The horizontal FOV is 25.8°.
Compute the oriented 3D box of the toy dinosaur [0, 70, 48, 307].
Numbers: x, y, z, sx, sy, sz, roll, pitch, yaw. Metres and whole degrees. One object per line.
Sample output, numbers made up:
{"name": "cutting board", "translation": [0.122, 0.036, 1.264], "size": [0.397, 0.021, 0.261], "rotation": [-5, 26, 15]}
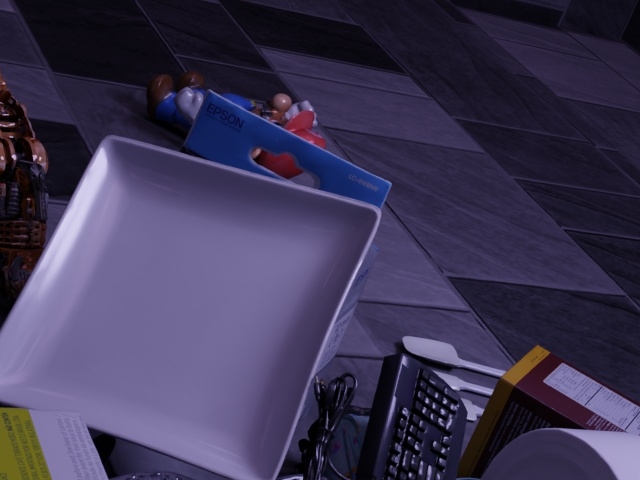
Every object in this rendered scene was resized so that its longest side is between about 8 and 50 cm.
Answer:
{"name": "toy dinosaur", "translation": [-0.395, -0.076, 1.738], "size": [0.164, 0.218, 0.322], "rotation": [24, 62, -33]}

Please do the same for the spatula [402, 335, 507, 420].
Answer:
{"name": "spatula", "translation": [0.233, 0.206, 1.935], "size": [0.242, 0.019, 0.168], "rotation": [15, 24, -15]}

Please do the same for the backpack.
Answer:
{"name": "backpack", "translation": [0.061, 0.269, 1.548], "size": [0.151, 0.115, 0.182], "rotation": [17, 28, -17]}

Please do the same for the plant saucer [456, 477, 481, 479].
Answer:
{"name": "plant saucer", "translation": [0.171, 0.326, 1.584], "size": [0.119, 0.021, 0.119], "rotation": [1, 50, -1]}

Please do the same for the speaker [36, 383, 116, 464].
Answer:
{"name": "speaker", "translation": [-0.281, 0.190, 1.500], "size": [0.136, 0.055, 0.055], "rotation": [37, 29, 29]}

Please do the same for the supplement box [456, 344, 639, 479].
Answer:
{"name": "supplement box", "translation": [0.280, 0.266, 1.639], "size": [0.194, 0.191, 0.129], "rotation": [30, 26, 19]}

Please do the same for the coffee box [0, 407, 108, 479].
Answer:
{"name": "coffee box", "translation": [-0.304, 0.329, 0.856], "size": [0.334, 0.338, 0.338], "rotation": [6, 30, -30]}

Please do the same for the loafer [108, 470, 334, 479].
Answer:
{"name": "loafer", "translation": [-0.116, 0.295, 1.410], "size": [0.302, 0.095, 0.109], "rotation": [3, 60, -27]}

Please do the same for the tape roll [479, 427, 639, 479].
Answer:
{"name": "tape roll", "translation": [0.261, 0.330, 1.383], "size": [0.100, 0.286, 0.286], "rotation": [8, 28, -30]}

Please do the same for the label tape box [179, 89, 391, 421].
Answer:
{"name": "label tape box", "translation": [-0.072, 0.022, 1.660], "size": [0.249, 0.348, 0.115], "rotation": [27, 20, 12]}

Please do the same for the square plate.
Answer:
{"name": "square plate", "translation": [-0.148, 0.070, 1.506], "size": [0.344, 0.049, 0.347], "rotation": [16, 62, 14]}

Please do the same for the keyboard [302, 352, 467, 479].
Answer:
{"name": "keyboard", "translation": [0.057, 0.256, 1.415], "size": [0.201, 0.033, 0.317], "rotation": [32, 54, -25]}

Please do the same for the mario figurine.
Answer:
{"name": "mario figurine", "translation": [-0.125, -0.218, 2.316], "size": [0.320, 0.170, 0.198], "rotation": [25, 58, 26]}
